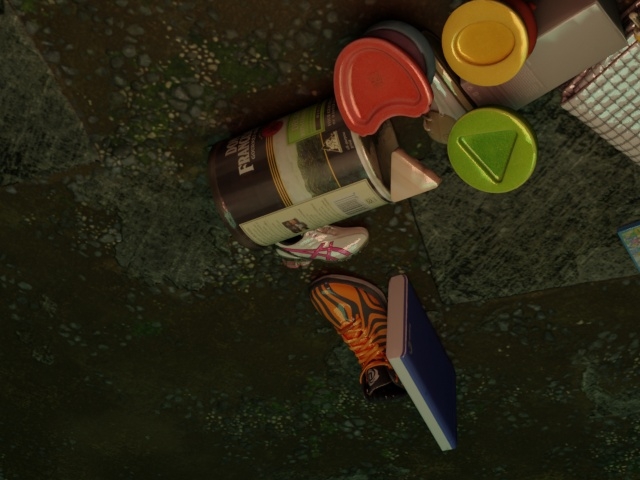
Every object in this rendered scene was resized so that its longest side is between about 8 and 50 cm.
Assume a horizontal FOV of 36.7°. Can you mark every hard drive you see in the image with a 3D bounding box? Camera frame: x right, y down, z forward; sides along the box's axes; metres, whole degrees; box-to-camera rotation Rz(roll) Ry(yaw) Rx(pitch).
[{"bbox_3d":[0.210,0.250,1.955,0.040,0.210,0.318,-14,132,19],"label":"hard drive"}]

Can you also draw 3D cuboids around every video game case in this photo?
[{"bbox_3d":[0.646,0.014,1.818,0.119,0.015,0.166,-22,129,24],"label":"video game case"}]

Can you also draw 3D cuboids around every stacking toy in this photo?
[{"bbox_3d":[0.194,-0.214,1.425,0.309,0.130,0.279,-7,114,32],"label":"stacking toy"}]

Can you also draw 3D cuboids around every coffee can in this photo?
[{"bbox_3d":[-0.020,-0.118,1.618,0.275,0.201,0.201,-19,130,22],"label":"coffee can"}]

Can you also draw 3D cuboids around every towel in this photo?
[{"bbox_3d":[0.541,-0.262,1.481,0.235,0.121,0.283,34,124,-16],"label":"towel"}]

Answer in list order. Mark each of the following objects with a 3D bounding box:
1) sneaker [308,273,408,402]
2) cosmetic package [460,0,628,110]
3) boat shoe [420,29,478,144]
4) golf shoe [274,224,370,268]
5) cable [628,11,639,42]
[{"bbox_3d":[0.097,0.209,1.946,0.125,0.180,0.321,-32,124,31],"label":"sneaker"},{"bbox_3d":[0.331,-0.299,1.460,0.238,0.127,0.107,-26,127,30],"label":"cosmetic package"},{"bbox_3d":[0.216,-0.206,1.571,0.103,0.113,0.302,-26,125,26],"label":"boat shoe"},{"bbox_3d":[0.000,0.000,1.827,0.186,0.067,0.086,-12,131,17],"label":"golf shoe"},{"bbox_3d":[0.547,-0.251,1.398,0.139,0.072,0.287,-29,130,7],"label":"cable"}]
